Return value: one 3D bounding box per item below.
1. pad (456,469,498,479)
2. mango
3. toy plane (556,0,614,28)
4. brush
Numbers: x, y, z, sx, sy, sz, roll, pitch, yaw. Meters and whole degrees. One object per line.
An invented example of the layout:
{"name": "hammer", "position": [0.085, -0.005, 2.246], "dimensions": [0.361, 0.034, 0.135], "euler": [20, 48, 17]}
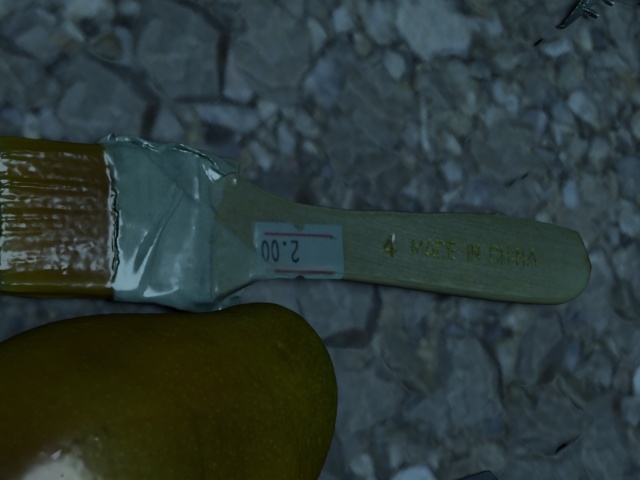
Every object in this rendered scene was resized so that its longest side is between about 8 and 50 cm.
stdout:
{"name": "pad", "position": [0.028, 0.190, 0.797], "dimensions": [0.243, 0.004, 0.163], "euler": [-12, 50, -33]}
{"name": "mango", "position": [-0.077, 0.093, 0.755], "dimensions": [0.227, 0.099, 0.136], "euler": [-21, 91, -42]}
{"name": "toy plane", "position": [0.153, -0.149, 0.977], "dimensions": [0.084, 0.024, 0.077], "euler": [20, 90, -28]}
{"name": "brush", "position": [0.000, 0.000, 0.858], "dimensions": [0.337, 0.020, 0.085], "euler": [4, 80, -32]}
